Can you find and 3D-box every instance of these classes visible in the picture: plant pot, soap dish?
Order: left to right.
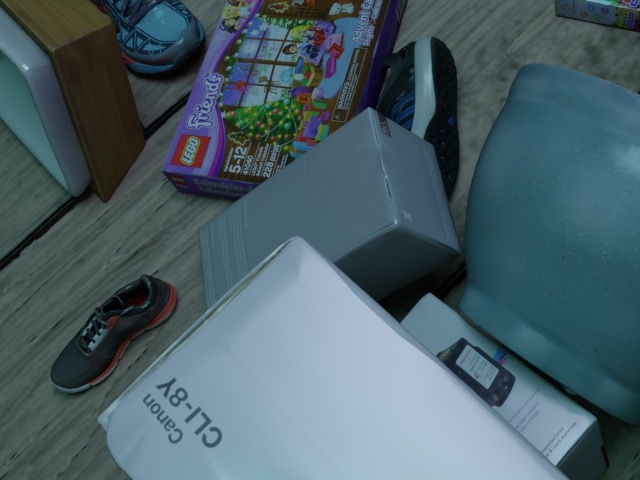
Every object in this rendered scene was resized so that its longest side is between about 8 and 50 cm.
[{"bbox_3d":[-0.322,-0.211,0.978,0.118,0.229,0.291,-34,60,-21],"label":"soap dish"},{"bbox_3d":[0.232,0.022,0.686,0.293,0.293,0.196,34,95,26],"label":"plant pot"}]

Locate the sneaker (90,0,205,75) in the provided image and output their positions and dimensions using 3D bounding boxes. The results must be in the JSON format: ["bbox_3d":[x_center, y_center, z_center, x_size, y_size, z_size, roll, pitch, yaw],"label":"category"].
[{"bbox_3d":[-0.246,-0.300,1.044,0.104,0.125,0.262,-44,62,-7],"label":"sneaker"}]

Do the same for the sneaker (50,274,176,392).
[{"bbox_3d":[-0.224,0.088,0.887,0.158,0.065,0.061,-44,62,-8],"label":"sneaker"}]

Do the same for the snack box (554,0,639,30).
[{"bbox_3d":[0.326,-0.302,0.935,0.100,0.037,0.141,18,71,24],"label":"snack box"}]

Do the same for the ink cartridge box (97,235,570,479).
[{"bbox_3d":[0.066,0.202,0.570,0.160,0.385,0.279,-45,62,-7],"label":"ink cartridge box"}]

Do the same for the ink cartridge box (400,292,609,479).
[{"bbox_3d":[0.142,0.140,0.714,0.072,0.127,0.175,-47,54,-8],"label":"ink cartridge box"}]

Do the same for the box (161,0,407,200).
[{"bbox_3d":[-0.035,-0.179,0.966,0.200,0.057,0.293,9,68,20],"label":"box"}]

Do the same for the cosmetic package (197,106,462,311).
[{"bbox_3d":[0.000,0.000,0.791,0.238,0.107,0.127,-28,55,32],"label":"cosmetic package"}]

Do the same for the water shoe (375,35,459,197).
[{"bbox_3d":[0.098,-0.115,0.905,0.080,0.073,0.203,-12,59,40],"label":"water shoe"}]
